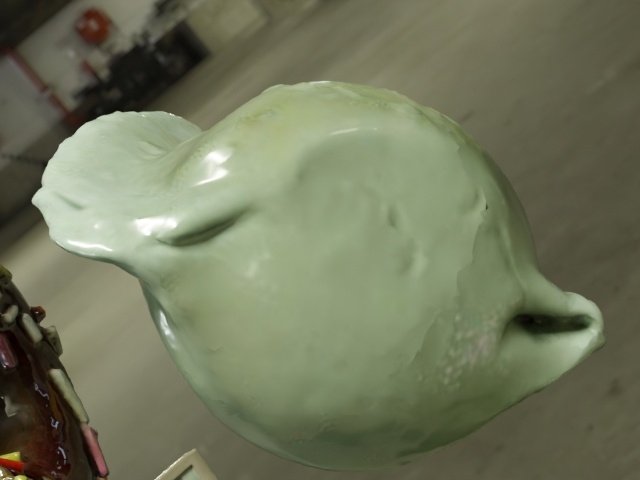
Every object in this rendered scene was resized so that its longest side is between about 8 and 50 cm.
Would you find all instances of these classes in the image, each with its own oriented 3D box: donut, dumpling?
[{"bbox_3d":[-0.258,0.117,1.154,0.136,0.345,0.259,-27,-10,12],"label":"donut"},{"bbox_3d":[0.020,0.003,0.989,0.211,0.321,0.270,-24,32,26],"label":"dumpling"}]

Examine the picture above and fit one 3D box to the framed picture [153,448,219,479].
[{"bbox_3d":[-0.134,0.409,1.816,0.213,0.289,0.016,-39,8,-30],"label":"framed picture"}]
